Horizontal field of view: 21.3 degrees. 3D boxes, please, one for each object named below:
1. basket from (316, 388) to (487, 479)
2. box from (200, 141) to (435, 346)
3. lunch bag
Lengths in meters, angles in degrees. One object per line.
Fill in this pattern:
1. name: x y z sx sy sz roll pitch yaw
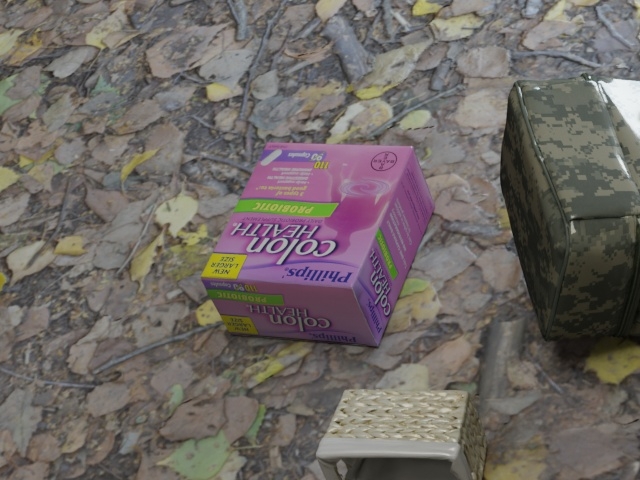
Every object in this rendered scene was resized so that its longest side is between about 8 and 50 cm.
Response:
1. basket: 0.095 0.233 1.902 0.167 0.113 0.103 -2 45 22
2. box: 0.000 0.000 2.168 0.213 0.117 0.243 4 50 27
3. lunch bag: 0.361 -0.040 1.980 0.256 0.213 0.305 -6 46 -5
